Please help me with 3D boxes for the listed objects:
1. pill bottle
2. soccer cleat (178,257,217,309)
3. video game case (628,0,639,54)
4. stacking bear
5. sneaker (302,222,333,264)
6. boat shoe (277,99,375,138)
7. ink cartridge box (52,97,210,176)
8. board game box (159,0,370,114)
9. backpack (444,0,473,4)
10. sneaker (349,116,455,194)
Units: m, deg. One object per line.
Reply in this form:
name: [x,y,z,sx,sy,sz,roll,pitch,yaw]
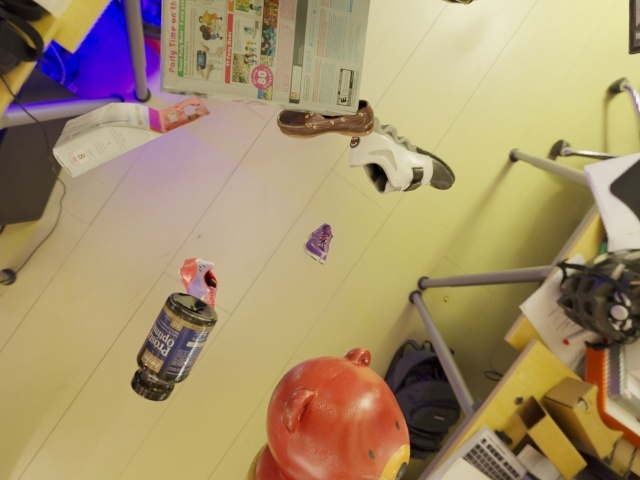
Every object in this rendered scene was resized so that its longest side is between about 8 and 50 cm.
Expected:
pill bottle: [-0.329,0.238,0.970,0.122,0.123,0.219,28,95,-13]
soccer cleat: [-0.317,0.151,1.185,0.094,0.083,0.248,3,127,6]
video game case: [0.585,-0.420,0.604,0.035,0.274,0.249,-18,107,-28]
stacking bear: [0.002,0.238,0.389,0.175,0.164,0.290,-14,119,-44]
sneaker: [0.000,0.000,1.134,0.068,0.170,0.071,34,113,-15]
boat shoe: [0.006,-0.250,0.864,0.206,0.073,0.073,1,68,18]
ink cartridge box: [-0.317,-0.206,0.736,0.232,0.189,0.066,-31,124,-5]
board game box: [-0.083,-0.324,0.668,0.302,0.097,0.224,1,103,-24]
backpack: [0.141,-0.509,0.504,0.289,0.273,0.356,23,114,-8]
sneaker: [0.197,-0.170,1.089,0.330,0.122,0.147,22,84,-29]
